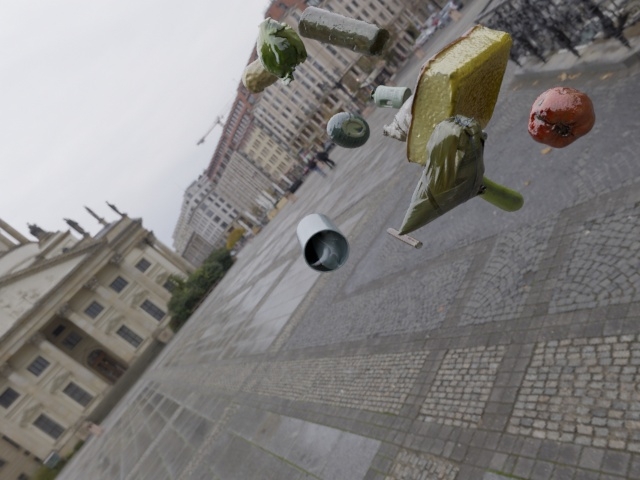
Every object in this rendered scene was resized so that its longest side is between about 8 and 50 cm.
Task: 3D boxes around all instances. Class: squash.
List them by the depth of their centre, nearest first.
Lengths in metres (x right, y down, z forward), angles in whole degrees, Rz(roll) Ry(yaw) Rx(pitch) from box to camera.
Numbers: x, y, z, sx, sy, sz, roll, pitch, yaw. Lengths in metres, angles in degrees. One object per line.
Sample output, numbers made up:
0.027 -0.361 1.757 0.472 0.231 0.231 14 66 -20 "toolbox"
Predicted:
0.624 -0.177 1.568 0.083 0.250 0.083 -59 12 21 "squash"

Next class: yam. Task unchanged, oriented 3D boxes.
0.068 -0.607 1.268 0.093 0.260 0.093 -52 -22 -31 "yam"
0.438 -0.016 2.291 0.046 0.046 0.264 -50 34 -3 "yam"

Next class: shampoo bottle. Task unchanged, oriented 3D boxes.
0.364 -0.763 2.316 0.087 0.234 0.118 -19 -60 -43 "shampoo bottle"

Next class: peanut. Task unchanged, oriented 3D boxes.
-0.215 -0.779 1.914 0.313 0.152 0.152 -40 10 13 "peanut"

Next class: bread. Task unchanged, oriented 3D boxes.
0.399 -0.413 1.272 0.333 0.143 0.323 -40 -33 -30 "bread"

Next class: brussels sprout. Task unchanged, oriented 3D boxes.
-0.123 -0.542 1.244 0.139 0.181 0.100 -24 23 40 "brussels sprout"

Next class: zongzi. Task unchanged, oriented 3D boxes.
0.284 -0.158 1.084 0.275 0.250 0.125 -33 47 -8 "zongzi"

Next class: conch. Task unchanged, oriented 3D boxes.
0.418 -0.504 1.739 0.297 0.353 0.209 -28 -53 -43 "conch"

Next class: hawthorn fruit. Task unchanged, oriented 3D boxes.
0.843 -0.460 1.537 0.207 0.208 0.243 -39 28 51 "hawthorn fruit"

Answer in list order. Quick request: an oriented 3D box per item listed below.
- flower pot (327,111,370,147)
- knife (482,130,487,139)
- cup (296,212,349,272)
0.154 -0.594 2.349 0.157 0.243 0.189 -168 84 -70 "flower pot"
0.651 -0.430 2.018 0.266 0.073 0.040 -27 35 0 "knife"
0.000 0.000 2.009 0.205 0.206 0.312 -48 20 7 "cup"
